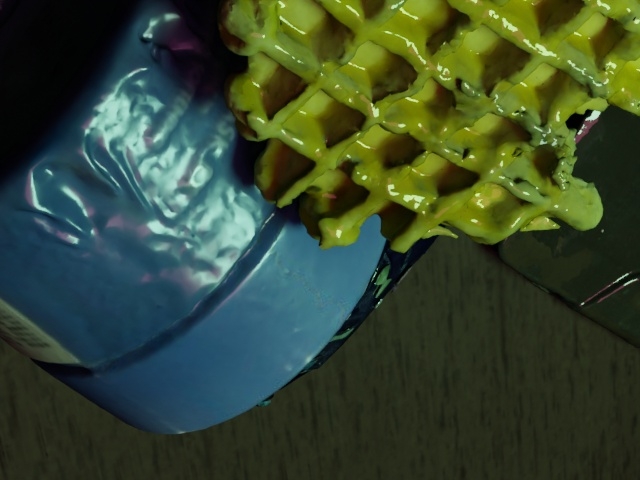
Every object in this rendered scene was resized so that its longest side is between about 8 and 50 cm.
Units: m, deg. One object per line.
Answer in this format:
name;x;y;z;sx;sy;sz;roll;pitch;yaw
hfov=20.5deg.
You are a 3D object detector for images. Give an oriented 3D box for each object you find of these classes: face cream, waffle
face cream;-0.117;-0.044;1.030;0.249;0.249;0.225;-48;127;3
waffle;0.081;-0.096;0.878;0.261;0.056;0.250;-5;134;0

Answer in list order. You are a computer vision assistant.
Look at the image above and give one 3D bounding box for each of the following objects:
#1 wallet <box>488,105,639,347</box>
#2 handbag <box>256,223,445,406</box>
wallet;0.271;0.003;1.400;0.309;0.042;0.165;30;98;-37
handbag;0.000;0.000;1.183;0.260;0.113;0.162;-46;172;2
